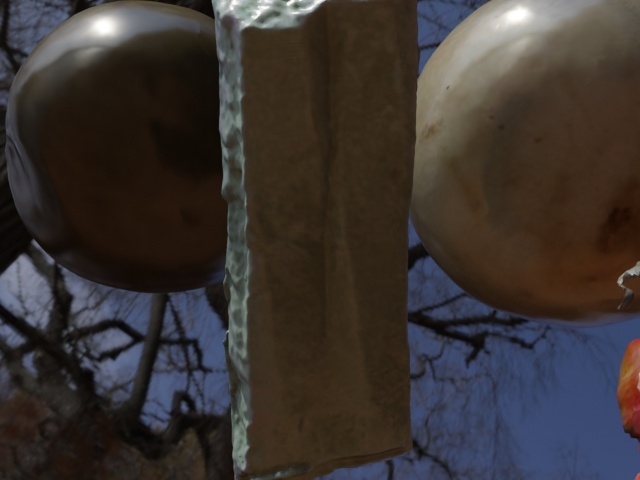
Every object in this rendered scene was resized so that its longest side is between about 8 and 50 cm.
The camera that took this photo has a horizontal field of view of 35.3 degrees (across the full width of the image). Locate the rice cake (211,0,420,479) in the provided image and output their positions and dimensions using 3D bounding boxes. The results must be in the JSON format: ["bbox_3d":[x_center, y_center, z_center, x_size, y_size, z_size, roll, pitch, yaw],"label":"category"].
[{"bbox_3d":[0.000,0.000,0.421,0.085,0.040,0.226,-7,-67,-15],"label":"rice cake"}]

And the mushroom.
[{"bbox_3d":[0.153,-0.056,0.619,0.207,0.215,0.207,1,-77,7],"label":"mushroom"}]

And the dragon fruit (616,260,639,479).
[{"bbox_3d":[0.240,0.081,0.336,0.269,0.250,0.291,8,-36,-13],"label":"dragon fruit"}]

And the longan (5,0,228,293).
[{"bbox_3d":[-0.132,-0.063,0.779,0.246,0.215,0.246,3,-56,5],"label":"longan"}]
